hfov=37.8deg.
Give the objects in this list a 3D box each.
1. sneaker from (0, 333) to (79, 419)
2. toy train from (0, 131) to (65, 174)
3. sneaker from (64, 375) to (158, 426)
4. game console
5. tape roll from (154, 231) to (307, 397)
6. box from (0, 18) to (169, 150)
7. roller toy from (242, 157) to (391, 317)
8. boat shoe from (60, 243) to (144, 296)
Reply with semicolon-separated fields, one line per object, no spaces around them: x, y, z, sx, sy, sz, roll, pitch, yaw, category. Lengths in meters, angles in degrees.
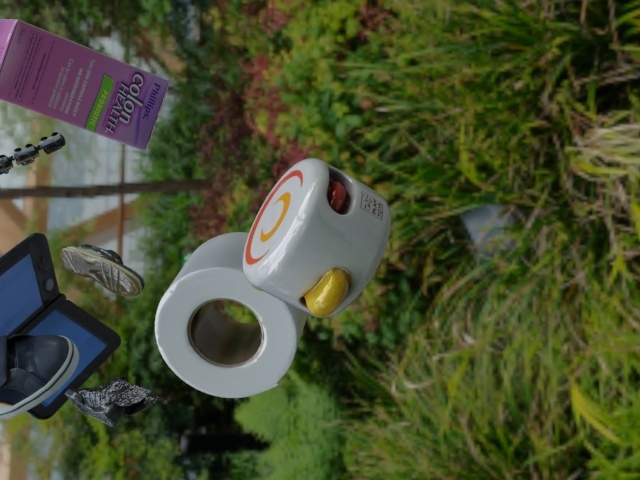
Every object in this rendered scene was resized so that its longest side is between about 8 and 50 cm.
-0.556;0.221;1.500;0.126;0.321;0.127;-114;0;-45;sneaker
-0.538;-0.155;1.704;0.036;0.158;0.027;61;-173;-67;toy train
-0.382;0.283;1.697;0.089;0.170;0.051;-50;-43;-27;sneaker
-0.551;0.160;1.840;0.293;0.173;0.250;-53;-35;-55;game console
-0.147;0.126;1.624;0.169;0.246;0.246;-72;-12;-67;tape roll
-0.393;-0.243;1.447;0.213;0.242;0.117;23;95;58;box
0.000;0.000;1.257;0.191;0.146;0.209;-64;19;-6;roller toy
-0.320;0.037;1.403;0.049;0.152;0.056;-41;-34;-47;boat shoe
